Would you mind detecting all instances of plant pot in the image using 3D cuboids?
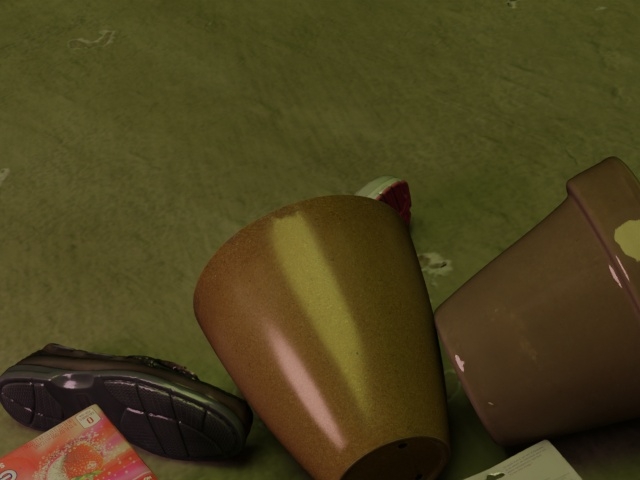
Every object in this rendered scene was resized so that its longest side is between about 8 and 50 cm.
[{"bbox_3d":[0.027,0.125,1.505,0.237,0.237,0.254,-20,52,-8],"label":"plant pot"},{"bbox_3d":[0.240,0.083,1.472,0.229,0.263,0.263,-27,38,6],"label":"plant pot"}]

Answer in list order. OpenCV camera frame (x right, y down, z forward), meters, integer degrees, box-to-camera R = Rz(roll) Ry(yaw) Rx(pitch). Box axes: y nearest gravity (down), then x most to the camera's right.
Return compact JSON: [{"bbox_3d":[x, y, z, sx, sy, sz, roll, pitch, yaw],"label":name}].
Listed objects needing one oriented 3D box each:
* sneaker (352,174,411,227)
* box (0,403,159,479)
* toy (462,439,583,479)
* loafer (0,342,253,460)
[{"bbox_3d":[0.000,0.000,1.742,0.111,0.103,0.252,27,53,38],"label":"sneaker"},{"bbox_3d":[-0.282,0.308,1.409,0.300,0.142,0.154,-29,41,-19],"label":"box"},{"bbox_3d":[0.208,0.295,1.351,0.137,0.056,0.237,-23,44,-17],"label":"toy"},{"bbox_3d":[-0.198,0.154,1.613,0.302,0.109,0.095,5,37,27],"label":"loafer"}]
